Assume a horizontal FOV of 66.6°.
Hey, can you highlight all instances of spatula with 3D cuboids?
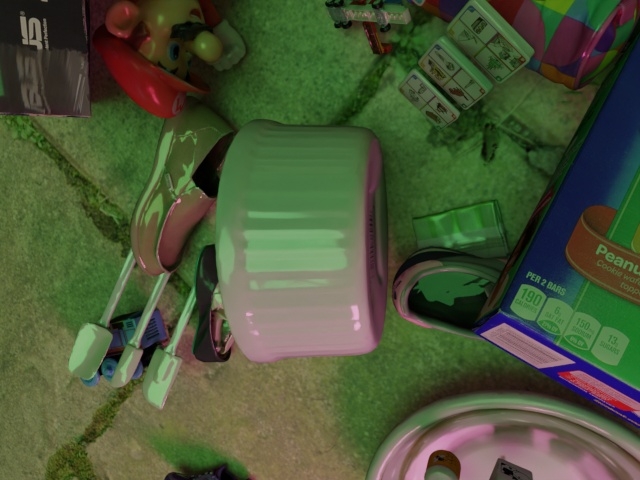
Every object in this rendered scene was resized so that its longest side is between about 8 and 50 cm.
[{"bbox_3d":[-0.276,0.118,0.758,0.168,0.019,0.242,21,86,8],"label":"spatula"}]

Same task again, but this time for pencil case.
[{"bbox_3d":[0.184,-0.242,0.479,0.236,0.104,0.104,42,114,24],"label":"pencil case"}]

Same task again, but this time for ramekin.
[{"bbox_3d":[0.000,0.000,0.552,0.135,0.277,0.277,-1,103,14],"label":"ramekin"}]

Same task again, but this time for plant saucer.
[{"bbox_3d":[0.258,0.359,0.632,0.401,0.100,0.400,5,105,19],"label":"plant saucer"}]

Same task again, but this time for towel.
[{"bbox_3d":[0.186,0.033,0.621,0.113,0.023,0.152,-14,98,22],"label":"towel"}]

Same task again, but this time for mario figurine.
[{"bbox_3d":[-0.139,-0.295,0.553,0.170,0.198,0.320,34,112,49],"label":"mario figurine"}]

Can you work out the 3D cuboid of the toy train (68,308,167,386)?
[{"bbox_3d":[-0.344,0.181,0.828,0.184,0.080,0.105,-15,90,23],"label":"toy train"}]

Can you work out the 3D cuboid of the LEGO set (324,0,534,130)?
[{"bbox_3d":[0.092,-0.245,0.516,0.244,0.182,0.060,43,76,-3],"label":"LEGO set"}]

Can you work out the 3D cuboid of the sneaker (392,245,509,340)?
[{"bbox_3d":[0.232,0.077,0.529,0.319,0.131,0.112,3,102,22],"label":"sneaker"}]

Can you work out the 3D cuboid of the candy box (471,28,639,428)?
[{"bbox_3d":[0.332,0.004,0.427,0.268,0.122,0.317,29,76,12],"label":"candy box"}]

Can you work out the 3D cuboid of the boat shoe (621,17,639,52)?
[{"bbox_3d":[0.299,-0.302,0.463,0.079,0.084,0.233,4,107,19],"label":"boat shoe"}]

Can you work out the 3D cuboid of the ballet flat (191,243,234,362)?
[{"bbox_3d":[-0.152,0.103,0.740,0.074,0.074,0.203,17,115,16],"label":"ballet flat"}]

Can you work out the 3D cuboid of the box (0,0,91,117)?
[{"bbox_3d":[-0.315,-0.312,0.555,0.097,0.395,0.318,-5,109,-24],"label":"box"}]

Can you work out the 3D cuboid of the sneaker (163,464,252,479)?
[{"bbox_3d":[-0.191,0.422,0.847,0.170,0.068,0.071,5,89,11],"label":"sneaker"}]

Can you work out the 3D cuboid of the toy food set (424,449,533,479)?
[{"bbox_3d":[0.217,0.329,0.528,0.232,0.104,0.111,19,109,15],"label":"toy food set"}]

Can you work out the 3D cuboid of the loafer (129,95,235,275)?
[{"bbox_3d":[-0.193,-0.064,0.695,0.092,0.102,0.268,21,106,11],"label":"loafer"}]
